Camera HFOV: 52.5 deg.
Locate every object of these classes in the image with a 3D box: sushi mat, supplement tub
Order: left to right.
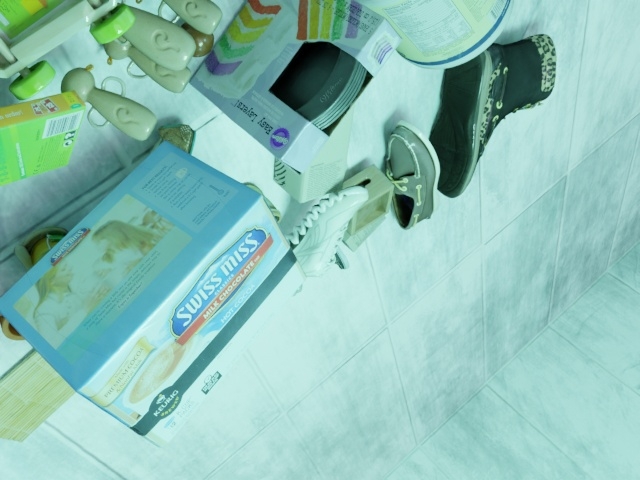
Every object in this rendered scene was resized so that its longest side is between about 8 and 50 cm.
[{"bbox_3d":[-0.478,0.237,1.182,0.316,0.019,0.151,-42,145,-8],"label":"sushi mat"},{"bbox_3d":[0.149,-0.442,1.028,0.235,0.235,0.324,-55,144,9],"label":"supplement tub"}]

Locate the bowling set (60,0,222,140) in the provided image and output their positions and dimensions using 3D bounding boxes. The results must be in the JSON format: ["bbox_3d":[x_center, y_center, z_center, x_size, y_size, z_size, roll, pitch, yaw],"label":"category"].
[{"bbox_3d":[-0.234,-0.287,0.884,0.154,0.200,0.287,30,98,-9],"label":"bowling set"}]

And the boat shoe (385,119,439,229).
[{"bbox_3d":[0.199,-0.137,1.471,0.096,0.116,0.324,-43,150,-13],"label":"boat shoe"}]

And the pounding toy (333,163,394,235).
[{"bbox_3d":[0.071,-0.094,1.406,0.141,0.100,0.130,-32,156,-18],"label":"pounding toy"}]

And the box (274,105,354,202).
[{"bbox_3d":[-0.011,-0.214,1.193,0.113,0.094,0.275,-21,136,-33],"label":"box"}]

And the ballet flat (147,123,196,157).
[{"bbox_3d":[-0.260,-0.101,1.075,0.067,0.073,0.206,10,116,-20],"label":"ballet flat"}]

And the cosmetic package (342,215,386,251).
[{"bbox_3d":[0.095,-0.035,1.515,0.115,0.041,0.060,-45,145,-5],"label":"cosmetic package"}]

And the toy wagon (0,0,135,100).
[{"bbox_3d":[-0.318,-0.328,0.699,0.344,0.068,0.267,-34,127,1],"label":"toy wagon"}]

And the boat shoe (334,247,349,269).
[{"bbox_3d":[0.025,0.026,1.498,0.040,0.049,0.142,-37,137,-6],"label":"boat shoe"}]

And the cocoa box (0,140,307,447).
[{"bbox_3d":[-0.233,0.073,0.958,0.347,0.231,0.228,-49,146,-17],"label":"cocoa box"}]

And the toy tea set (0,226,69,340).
[{"bbox_3d":[-0.448,0.096,0.992,0.335,0.124,0.200,-18,135,-35],"label":"toy tea set"}]

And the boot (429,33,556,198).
[{"bbox_3d":[0.402,-0.297,1.525,0.284,0.138,0.378,-24,132,-31],"label":"boot"}]

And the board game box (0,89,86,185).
[{"bbox_3d":[-0.405,-0.097,0.754,0.259,0.039,0.124,-33,171,-43],"label":"board game box"}]

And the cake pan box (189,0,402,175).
[{"bbox_3d":[-0.043,-0.262,0.969,0.246,0.267,0.070,-52,147,9],"label":"cake pan box"}]

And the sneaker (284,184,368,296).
[{"bbox_3d":[0.000,0.000,1.313,0.292,0.118,0.110,-42,170,25],"label":"sneaker"}]

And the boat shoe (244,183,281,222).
[{"bbox_3d":[-0.207,-0.006,1.182,0.285,0.089,0.105,-34,143,-19],"label":"boat shoe"}]
